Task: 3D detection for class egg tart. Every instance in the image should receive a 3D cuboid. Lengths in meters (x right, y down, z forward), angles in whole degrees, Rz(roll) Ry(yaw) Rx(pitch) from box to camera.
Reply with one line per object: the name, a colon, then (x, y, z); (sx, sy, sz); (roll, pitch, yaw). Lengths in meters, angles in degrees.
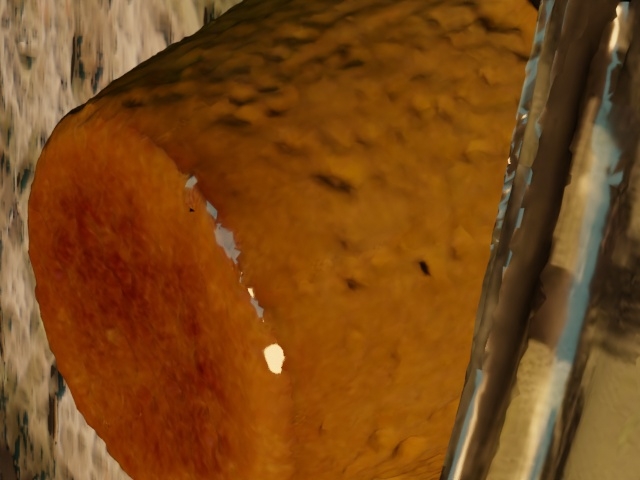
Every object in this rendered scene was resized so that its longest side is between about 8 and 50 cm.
egg tart: (0.000, 0.000, 0.686); (0.215, 0.171, 0.215); (30, 130, 43)

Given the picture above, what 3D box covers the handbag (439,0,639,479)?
handbag: (0.180, 0.074, 0.461); (0.325, 0.163, 0.327); (18, 104, 38)
